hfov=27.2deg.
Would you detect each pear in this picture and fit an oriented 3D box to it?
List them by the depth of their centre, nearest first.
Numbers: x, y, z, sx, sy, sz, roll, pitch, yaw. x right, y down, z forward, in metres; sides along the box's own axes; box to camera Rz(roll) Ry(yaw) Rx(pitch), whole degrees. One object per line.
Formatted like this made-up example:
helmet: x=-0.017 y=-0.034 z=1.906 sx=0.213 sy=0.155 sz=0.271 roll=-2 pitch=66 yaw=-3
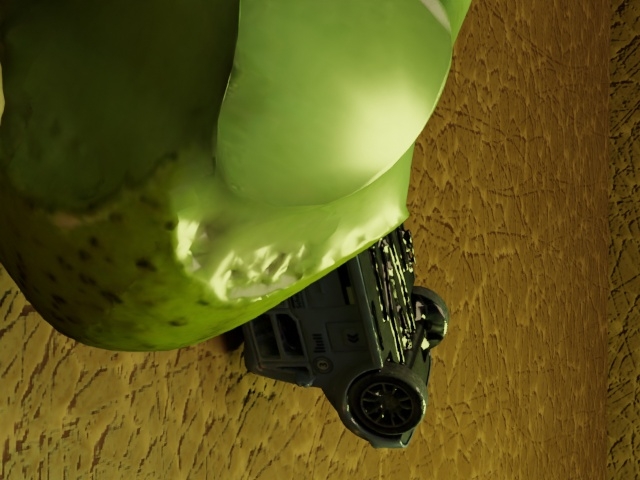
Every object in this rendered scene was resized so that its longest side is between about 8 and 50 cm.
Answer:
pear: x=-0.084 y=-0.090 z=0.603 sx=0.176 sy=0.286 sz=0.281 roll=-2 pitch=118 yaw=-45

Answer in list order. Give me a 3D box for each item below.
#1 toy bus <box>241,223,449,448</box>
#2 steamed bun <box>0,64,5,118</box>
toy bus: x=0.000 y=0.000 z=0.903 sx=0.125 sy=0.133 sz=0.292 roll=-63 pitch=144 yaw=-58
steamed bun: x=-0.206 y=-0.127 z=0.390 sx=0.292 sy=0.137 sz=0.295 roll=-26 pitch=107 yaw=-62
